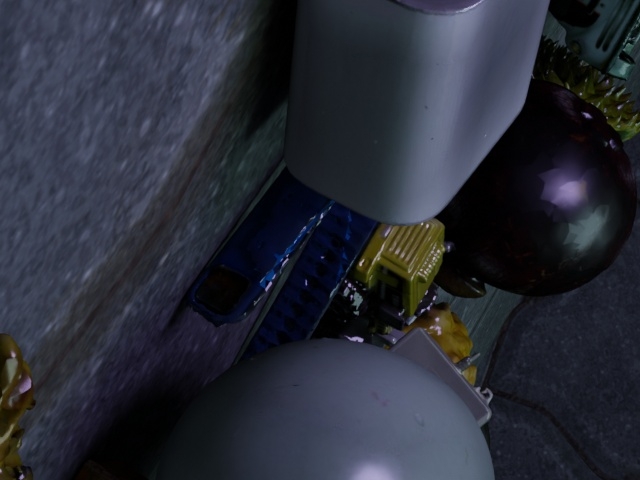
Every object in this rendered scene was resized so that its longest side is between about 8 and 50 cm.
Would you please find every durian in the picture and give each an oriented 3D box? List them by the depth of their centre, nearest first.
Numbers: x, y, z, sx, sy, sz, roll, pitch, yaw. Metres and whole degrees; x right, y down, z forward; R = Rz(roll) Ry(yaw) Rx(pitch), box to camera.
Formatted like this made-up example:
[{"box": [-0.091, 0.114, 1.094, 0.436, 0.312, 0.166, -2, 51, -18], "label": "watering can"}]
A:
[{"box": [0.273, -0.135, 1.841, 0.169, 0.158, 0.352, -48, 172, 4], "label": "durian"}]

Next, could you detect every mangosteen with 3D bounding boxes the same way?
[{"box": [0.188, -0.036, 1.595, 0.265, 0.228, 0.228, -41, 177, 27], "label": "mangosteen"}]

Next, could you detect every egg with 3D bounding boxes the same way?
[{"box": [0.014, 0.186, 1.159, 0.230, 0.230, 0.371, -61, 160, 7], "label": "egg"}]

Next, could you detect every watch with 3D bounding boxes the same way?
[{"box": [0.003, -0.001, 1.252, 0.274, 0.068, 0.276, -56, 168, -17], "label": "watch"}]

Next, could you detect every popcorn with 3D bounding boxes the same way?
[{"box": [0.083, 0.118, 1.624, 0.148, 0.167, 0.152, -42, 132, -43], "label": "popcorn"}]

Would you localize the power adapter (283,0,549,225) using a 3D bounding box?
[{"box": [0.063, -0.120, 1.036, 0.187, 0.124, 0.255, -49, 159, -35], "label": "power adapter"}]

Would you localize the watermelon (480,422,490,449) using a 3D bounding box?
[{"box": [0.081, 0.227, 1.762, 0.212, 0.212, 0.212, -56, 167, -20], "label": "watermelon"}]

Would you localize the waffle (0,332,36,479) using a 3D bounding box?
[{"box": [-0.217, 0.143, 0.753, 0.231, 0.051, 0.228, -52, 168, -30], "label": "waffle"}]

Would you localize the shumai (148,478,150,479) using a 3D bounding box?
[{"box": [-0.130, 0.295, 1.231, 0.184, 0.142, 0.184, -59, 168, -21], "label": "shumai"}]

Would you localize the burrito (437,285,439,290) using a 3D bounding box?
[{"box": [0.104, 0.027, 1.733, 0.229, 0.063, 0.058, -63, -165, 8], "label": "burrito"}]

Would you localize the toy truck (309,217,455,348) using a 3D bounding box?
[{"box": [0.050, 0.049, 1.452, 0.136, 0.111, 0.286, -57, 170, -23], "label": "toy truck"}]

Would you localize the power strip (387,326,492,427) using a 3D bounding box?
[{"box": [-0.002, 0.215, 1.391, 0.367, 0.106, 0.043, -41, 171, 3], "label": "power strip"}]

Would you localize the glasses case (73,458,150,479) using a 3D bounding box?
[{"box": [-0.191, 0.259, 1.116, 0.218, 0.049, 0.075, -59, 167, -2], "label": "glasses case"}]

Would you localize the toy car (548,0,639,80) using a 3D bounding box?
[{"box": [0.320, -0.278, 1.747, 0.136, 0.125, 0.306, -63, 178, 20], "label": "toy car"}]
